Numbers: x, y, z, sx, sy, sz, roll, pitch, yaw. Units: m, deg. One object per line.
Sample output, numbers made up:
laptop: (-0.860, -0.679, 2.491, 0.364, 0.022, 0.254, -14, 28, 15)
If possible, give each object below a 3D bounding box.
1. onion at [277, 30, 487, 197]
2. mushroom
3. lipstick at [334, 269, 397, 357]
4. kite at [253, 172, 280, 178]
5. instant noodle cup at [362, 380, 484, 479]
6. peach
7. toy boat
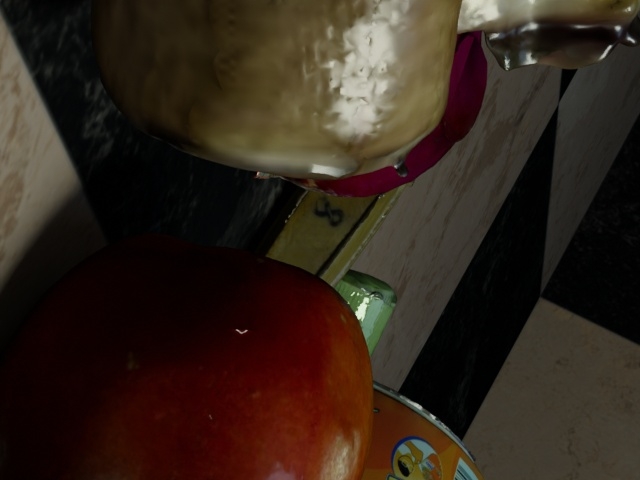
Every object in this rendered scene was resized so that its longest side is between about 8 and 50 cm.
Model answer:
onion: (0.031, -0.118, 1.144, 0.173, 0.135, 0.198, -61, 164, -24)
mushroom: (0.034, -0.259, 0.833, 0.313, 0.224, 0.397, -28, 137, -44)
lipstick: (-0.032, 0.162, 1.544, 0.304, 0.076, 0.076, -64, 166, 4)
kite: (0.016, -0.121, 1.346, 0.244, 0.006, 0.198, -52, 163, -39)
instant noodle cup: (-0.022, 0.228, 1.313, 0.296, 0.296, 0.214, 94, 18, -57)
peach: (-0.080, 0.115, 1.017, 0.243, 0.199, 0.243, 23, 90, -82)
toy boat: (0.000, 0.000, 1.377, 0.226, 0.068, 0.088, -55, 175, -15)
